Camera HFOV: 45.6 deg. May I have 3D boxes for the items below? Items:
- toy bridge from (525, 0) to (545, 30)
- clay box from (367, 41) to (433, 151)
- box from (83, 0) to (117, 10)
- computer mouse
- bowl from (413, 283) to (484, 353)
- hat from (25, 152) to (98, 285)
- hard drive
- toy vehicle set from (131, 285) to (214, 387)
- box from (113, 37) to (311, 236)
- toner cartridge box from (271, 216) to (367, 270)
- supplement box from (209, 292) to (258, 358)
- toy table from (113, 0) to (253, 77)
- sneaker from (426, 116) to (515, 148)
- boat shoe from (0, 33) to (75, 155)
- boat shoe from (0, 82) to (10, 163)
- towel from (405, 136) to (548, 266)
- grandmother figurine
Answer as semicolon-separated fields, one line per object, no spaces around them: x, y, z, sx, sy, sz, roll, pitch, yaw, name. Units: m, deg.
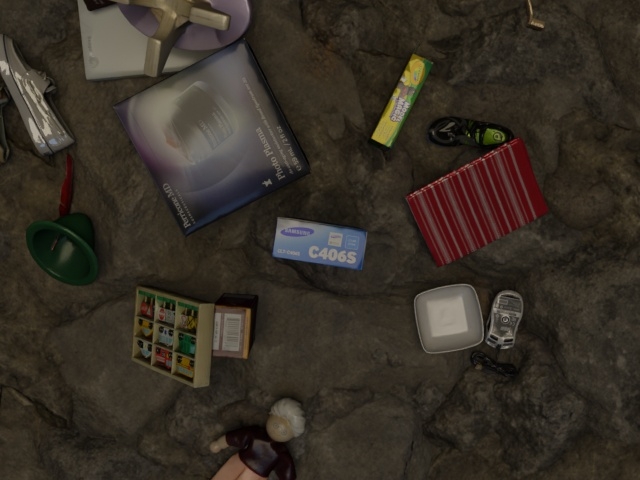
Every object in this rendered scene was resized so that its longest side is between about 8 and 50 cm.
0.473;-0.548;1.624;0.063;0.026;0.188;17;93;1;toy bridge
0.171;-0.298;1.591;0.053;0.127;0.222;27;94;-2;clay box
-0.327;-0.614;1.525;0.381;0.191;0.143;-15;75;-2;box
0.396;0.199;1.662;0.105;0.042;0.193;13;99;5;computer mouse
0.276;0.166;1.654;0.142;0.053;0.142;-11;93;2;bowl
-0.521;-0.034;1.666;0.172;0.184;0.209;19;135;6;hat
-0.356;-0.458;1.632;0.307;0.040;0.203;-5;93;0;hard drive
-0.310;0.192;1.577;0.035;0.266;0.166;2;94;-41;toy vehicle set
-0.212;-0.209;1.559;0.294;0.183;0.296;-27;100;3;box
0.000;0.000;1.500;0.165;0.348;0.075;8;92;0;toner cartridge box
-0.179;0.175;1.591;0.080;0.188;0.104;5;94;-1;supplement box
-0.276;-0.439;1.416;0.274;0.161;0.252;5;109;9;toy table
0.321;-0.230;1.618;0.188;0.078;0.067;5;93;1;sneaker
-0.605;-0.317;1.617;0.088;0.096;0.268;-22;94;-2;boat shoe
-0.714;-0.308;1.615;0.103;0.113;0.303;3;104;-1;boat shoe
0.336;-0.080;1.622;0.274;0.031;0.199;-27;116;3;towel
-0.143;0.490;1.656;0.207;0.104;0.342;34;96;-10;grandmother figurine
